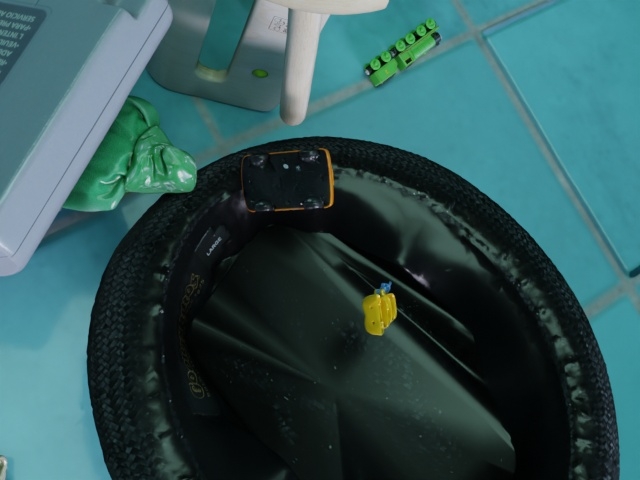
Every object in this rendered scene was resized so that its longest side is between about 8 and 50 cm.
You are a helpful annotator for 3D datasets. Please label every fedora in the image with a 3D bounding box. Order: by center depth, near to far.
[{"bbox_3d":[0.016,0.103,0.549,0.333,0.152,0.334,4,66,-10],"label":"fedora"}]

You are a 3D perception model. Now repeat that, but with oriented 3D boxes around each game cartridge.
[{"bbox_3d":[-0.251,-0.087,0.507,0.297,0.062,0.198,16,72,26],"label":"game cartridge"}]

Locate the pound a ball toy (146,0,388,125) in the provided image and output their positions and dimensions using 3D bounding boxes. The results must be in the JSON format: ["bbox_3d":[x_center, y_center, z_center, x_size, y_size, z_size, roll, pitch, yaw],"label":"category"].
[{"bbox_3d":[-0.054,-0.173,0.518,0.135,0.319,0.208,14,72,-12],"label":"pound a ball toy"}]

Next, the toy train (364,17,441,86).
[{"bbox_3d":[0.070,-0.156,0.711,0.083,0.017,0.024,-39,98,-21],"label":"toy train"}]

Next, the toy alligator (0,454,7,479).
[{"bbox_3d":[-0.246,0.212,0.506,0.051,0.056,0.190,9,68,29],"label":"toy alligator"}]

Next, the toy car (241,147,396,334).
[{"bbox_3d":[0.000,0.000,0.496,0.040,0.060,0.122,-18,87,-64],"label":"toy car"}]

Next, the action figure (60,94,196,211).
[{"bbox_3d":[-0.176,-0.062,0.534,0.232,0.063,0.137,14,71,25],"label":"action figure"}]
